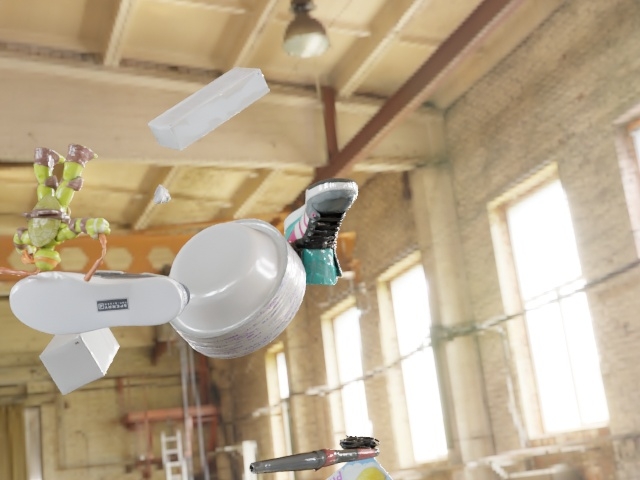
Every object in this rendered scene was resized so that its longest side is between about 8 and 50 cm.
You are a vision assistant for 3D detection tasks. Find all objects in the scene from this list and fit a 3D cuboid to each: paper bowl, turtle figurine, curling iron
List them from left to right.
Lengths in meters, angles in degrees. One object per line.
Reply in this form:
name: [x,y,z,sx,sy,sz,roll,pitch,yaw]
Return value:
turtle figurine: [-0.436,-0.041,1.570,0.269,0.217,0.087,-9,-21,39]
paper bowl: [-0.183,0.079,1.950,0.284,0.284,0.148,-13,-42,20]
curling iron: [-0.006,0.355,1.600,0.274,0.035,0.068,-2,3,-44]

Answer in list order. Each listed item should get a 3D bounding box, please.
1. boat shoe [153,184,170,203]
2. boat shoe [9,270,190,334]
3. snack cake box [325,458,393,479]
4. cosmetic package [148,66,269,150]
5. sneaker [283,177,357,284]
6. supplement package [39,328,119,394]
boat shoe: [-0.360,-0.101,2.251,0.035,0.035,0.100,29,7,-15]
boat shoe: [-0.374,0.098,1.688,0.301,0.108,0.102,-4,3,4]
snack cake box: [0.041,0.563,1.973,0.264,0.152,0.089,-38,-50,-8]
cosmetic package: [-0.227,-0.272,2.019,0.239,0.060,0.099,-38,28,-24]
sneaker: [0.000,0.000,2.012,0.123,0.179,0.295,2,-22,-19]
supplement package: [-0.526,0.243,2.157,0.105,0.105,0.179,-26,12,5]
